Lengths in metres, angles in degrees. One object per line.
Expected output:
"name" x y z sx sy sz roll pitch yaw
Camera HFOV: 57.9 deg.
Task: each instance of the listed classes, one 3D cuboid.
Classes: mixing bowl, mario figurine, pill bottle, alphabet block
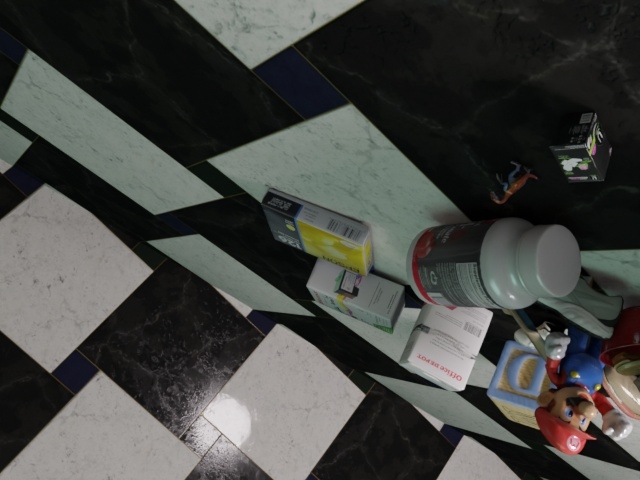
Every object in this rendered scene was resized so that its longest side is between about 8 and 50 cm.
"mixing bowl" 0.659 0.192 1.170 0.181 0.098 0.181 6 154 3
"mario figurine" 0.584 0.310 1.261 0.198 0.320 0.170 13 156 33
"pill bottle" 0.336 0.046 1.148 0.176 0.176 0.318 38 157 -25
"alphabet block" 0.631 0.430 1.686 0.193 0.192 0.197 11 153 43

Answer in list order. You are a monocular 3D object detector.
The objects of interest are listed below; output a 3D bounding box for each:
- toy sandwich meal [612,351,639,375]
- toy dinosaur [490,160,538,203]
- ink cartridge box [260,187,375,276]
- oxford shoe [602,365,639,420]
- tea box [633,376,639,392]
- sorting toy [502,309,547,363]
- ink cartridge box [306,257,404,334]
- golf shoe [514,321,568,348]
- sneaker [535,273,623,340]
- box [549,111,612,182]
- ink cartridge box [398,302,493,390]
"toy sandwich meal" 0.619 0.242 1.141 0.086 0.029 0.085 -3 147 -2
"toy dinosaur" 0.322 -0.093 0.984 0.047 0.090 0.082 18 116 -3
"ink cartridge box" 0.000 0.000 1.622 0.304 0.072 0.307 21 157 17
"oxford shoe" 0.864 0.402 1.483 0.348 0.123 0.130 33 133 -12
"tea box" 0.757 0.275 0.892 0.323 0.220 0.329 34 117 -16
"sorting toy" 0.488 0.192 1.398 0.193 0.038 0.208 46 -170 -40
"ink cartridge box" 0.113 0.168 1.789 0.278 0.117 0.201 21 164 16
"golf shoe" 0.578 0.236 1.491 0.176 0.069 0.086 0 126 47
"sneaker" 0.496 0.099 1.211 0.271 0.108 0.100 33 -176 32
"box" 0.376 -0.133 0.831 0.052 0.062 0.083 3 148 46
"ink cartridge box" 0.343 0.271 1.589 0.172 0.237 0.100 28 160 0
